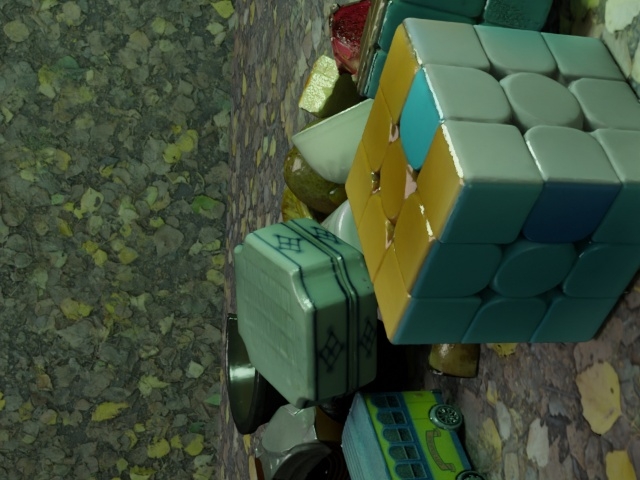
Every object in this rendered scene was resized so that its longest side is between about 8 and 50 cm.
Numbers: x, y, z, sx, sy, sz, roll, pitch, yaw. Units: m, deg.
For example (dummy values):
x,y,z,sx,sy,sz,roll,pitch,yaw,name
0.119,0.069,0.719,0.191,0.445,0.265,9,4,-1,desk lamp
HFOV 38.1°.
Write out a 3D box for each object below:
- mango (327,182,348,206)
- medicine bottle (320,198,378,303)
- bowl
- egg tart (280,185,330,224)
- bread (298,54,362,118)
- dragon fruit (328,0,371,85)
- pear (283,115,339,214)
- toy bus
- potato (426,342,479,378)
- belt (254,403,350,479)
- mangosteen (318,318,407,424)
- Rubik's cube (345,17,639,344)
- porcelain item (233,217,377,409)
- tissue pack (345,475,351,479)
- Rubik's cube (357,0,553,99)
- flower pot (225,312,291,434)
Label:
x,y,z,sx,sy,sz,roll,pitch,yaw,name
0.090,-0.109,1.840,0.111,0.163,0.090,86,165,-71,mango
0.081,0.030,1.789,0.316,0.202,0.202,140,129,-68,medicine bottle
0.097,-0.185,1.698,0.145,0.277,0.277,64,163,-4,bowl
0.000,0.000,2.150,0.315,0.120,0.315,164,90,-78,egg tart
0.026,-0.319,2.032,0.125,0.068,0.188,-62,-20,5,bread
0.077,-0.391,1.901,0.274,0.161,0.126,-108,27,-44,dragon fruit
0.027,-0.161,1.965,0.188,0.211,0.229,-102,22,-44,pear
0.157,0.403,1.528,0.312,0.190,0.152,-109,26,-49,toy bus
0.220,0.171,1.554,0.096,0.066,0.103,-157,71,-69,potato
-0.038,0.504,2.138,0.122,0.217,0.339,-106,26,-43,belt
0.059,0.253,1.821,0.243,0.242,0.243,-179,90,-74,mangosteen
0.222,-0.068,1.160,0.292,0.290,0.291,109,156,-44,Rubik's cube
-0.024,0.123,1.611,0.286,0.157,0.282,33,130,52,porcelain item
0.084,0.621,1.887,0.332,0.123,0.245,115,154,-54,tissue pack
0.187,-0.321,1.322,0.221,0.231,0.225,-84,8,-59,Rubik's cube
-0.077,0.282,2.225,0.379,0.251,0.380,-177,90,-72,flower pot
